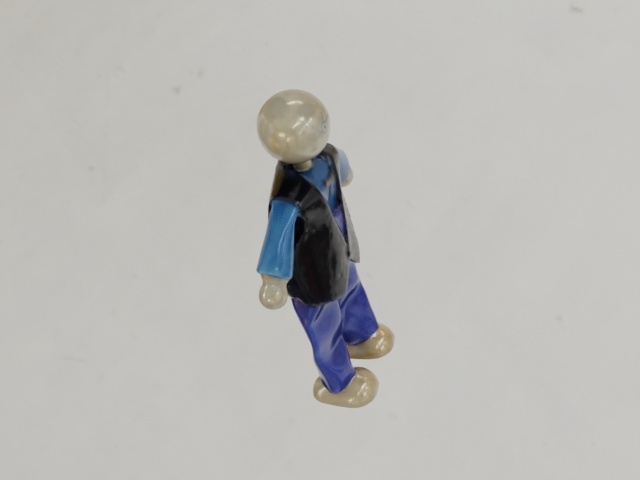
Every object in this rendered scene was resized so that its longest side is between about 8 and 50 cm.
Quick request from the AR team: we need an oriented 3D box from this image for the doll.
[{"bbox_3d":[0.000,0.000,0.539,0.046,0.189,0.129,1,41,22],"label":"doll"}]
